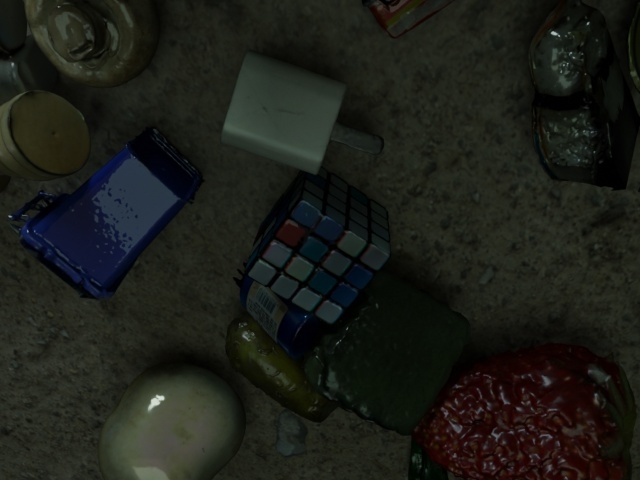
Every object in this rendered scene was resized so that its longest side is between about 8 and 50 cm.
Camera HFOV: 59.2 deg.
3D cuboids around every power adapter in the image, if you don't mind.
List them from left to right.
[{"bbox_3d":[-0.014,-0.156,0.751,0.204,0.130,0.125,18,99,-6],"label":"power adapter"}]

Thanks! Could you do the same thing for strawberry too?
[{"bbox_3d":[0.337,0.298,0.942,0.343,0.292,0.292,2,123,32],"label":"strawberry"}]

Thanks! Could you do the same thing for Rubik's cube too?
[{"bbox_3d":[0.000,0.000,0.834,0.155,0.154,0.151,32,117,-14],"label":"Rubik's cube"}]

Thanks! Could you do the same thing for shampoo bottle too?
[{"bbox_3d":[-0.076,0.099,0.891,0.050,0.183,0.087,-1,121,-44],"label":"shampoo bottle"}]

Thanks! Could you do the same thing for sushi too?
[{"bbox_3d":[0.312,-0.196,0.723,0.109,0.134,0.273,-5,136,44],"label":"sushi"}]

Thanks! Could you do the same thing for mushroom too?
[{"bbox_3d":[-0.289,-0.279,0.718,0.166,0.127,0.166,-1,118,-2],"label":"mushroom"},{"bbox_3d":[-0.271,0.356,1.046,0.260,0.254,0.234,-2,165,-15],"label":"mushroom"}]

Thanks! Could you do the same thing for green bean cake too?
[{"bbox_3d":[0.096,0.172,0.895,0.222,0.125,0.227,33,82,-19],"label":"green bean cake"}]

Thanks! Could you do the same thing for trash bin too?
[{"bbox_3d":[-0.309,-0.050,0.837,0.234,0.162,0.184,-39,110,18],"label":"trash bin"}]

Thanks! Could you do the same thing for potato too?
[{"bbox_3d":[-0.057,0.214,0.967,0.251,0.149,0.113,38,94,-11],"label":"potato"}]

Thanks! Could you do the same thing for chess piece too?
[{"bbox_3d":[-0.508,-0.103,0.815,0.397,0.117,0.117,-12,119,29],"label":"chess piece"}]

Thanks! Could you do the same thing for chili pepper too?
[{"bbox_3d":[0.214,0.395,1.101,0.088,0.059,0.227,-2,115,1],"label":"chili pepper"}]

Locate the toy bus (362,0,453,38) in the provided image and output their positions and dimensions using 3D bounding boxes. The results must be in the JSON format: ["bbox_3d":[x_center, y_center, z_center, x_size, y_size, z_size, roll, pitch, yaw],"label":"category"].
[{"bbox_3d":[0.136,-0.322,0.685,0.174,0.079,0.077,-30,117,18],"label":"toy bus"}]

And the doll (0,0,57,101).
[{"bbox_3d":[-0.565,-0.281,0.723,0.423,0.161,0.348,24,122,-14],"label":"doll"}]

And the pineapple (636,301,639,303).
[{"bbox_3d":[0.567,0.128,0.876,0.079,0.135,0.233,-7,108,-7],"label":"pineapple"}]

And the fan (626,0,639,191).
[{"bbox_3d":[0.478,-0.217,0.709,0.229,0.011,0.335,11,108,-9],"label":"fan"}]
